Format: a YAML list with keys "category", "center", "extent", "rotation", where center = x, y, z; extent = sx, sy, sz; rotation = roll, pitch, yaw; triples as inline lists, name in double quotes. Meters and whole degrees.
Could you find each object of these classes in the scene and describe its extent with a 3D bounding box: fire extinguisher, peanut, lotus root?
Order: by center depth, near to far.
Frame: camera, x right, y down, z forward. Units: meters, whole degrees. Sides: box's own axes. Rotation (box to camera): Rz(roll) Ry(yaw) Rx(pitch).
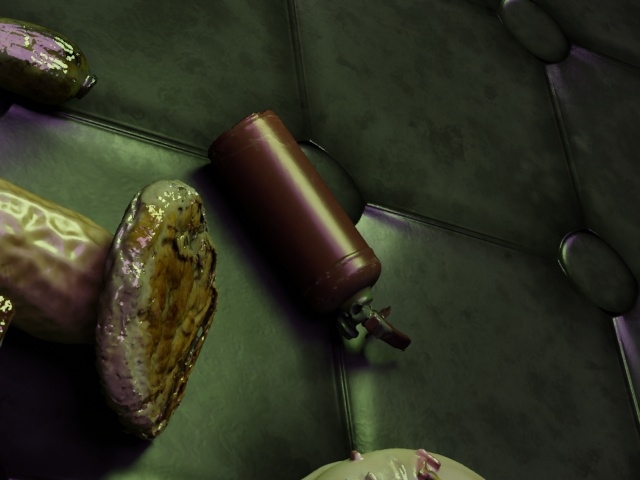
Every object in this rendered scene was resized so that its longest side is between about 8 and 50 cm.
- category: "peanut"
  center: [-0.334, 0.010, 1.486]
  extent: [0.325, 0.153, 0.140]
  rotation: [22, 78, -22]
- category: "lotus root"
  center: [-0.348, -0.213, 1.707]
  extent: [0.179, 0.080, 0.089]
  rotation: [20, 68, -19]
- category: "fire extinguisher"
  center: [0.000, 0.000, 1.808]
  extent: [0.337, 0.106, 0.147]
  rotation: [56, 18, 11]

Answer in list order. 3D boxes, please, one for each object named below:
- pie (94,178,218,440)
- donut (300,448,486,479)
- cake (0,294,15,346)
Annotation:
- category: "pie"
  center: [-0.167, 0.072, 1.511]
  extent: [0.055, 0.274, 0.274]
  rotation: [6, 42, 14]
- category: "donut"
  center: [0.113, 0.389, 1.539]
  extent: [0.383, 0.142, 0.382]
  rotation: [21, 47, -24]
- category: "cake"
  center: [-0.384, 0.103, 1.369]
  extent: [0.134, 0.147, 0.135]
  rotation: [40, 41, -7]
